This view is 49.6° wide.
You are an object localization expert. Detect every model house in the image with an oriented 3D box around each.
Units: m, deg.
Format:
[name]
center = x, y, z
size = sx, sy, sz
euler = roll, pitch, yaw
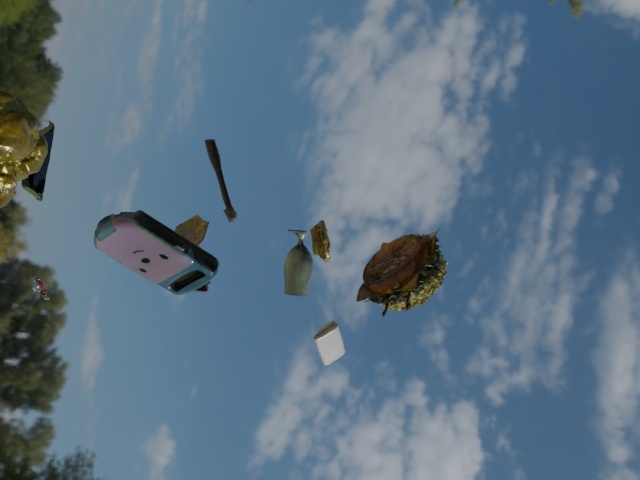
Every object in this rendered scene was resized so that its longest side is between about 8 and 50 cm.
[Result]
[model house]
center = -0.328, 0.059, 1.773
size = 0.207, 0.136, 0.219
euler = -47, -152, -13

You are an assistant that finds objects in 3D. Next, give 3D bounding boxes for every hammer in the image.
[hammer]
center = -0.331, -0.200, 2.313
size = 0.137, 0.037, 0.290
euler = 148, -74, -79

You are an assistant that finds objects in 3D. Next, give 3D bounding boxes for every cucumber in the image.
[cucumber]
center = -0.756, -0.217, 1.852
size = 0.046, 0.070, 0.220
euler = 7, -91, 35

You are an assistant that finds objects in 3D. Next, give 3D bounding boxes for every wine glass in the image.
[wine glass]
center = -0.066, 0.070, 2.128
size = 0.093, 0.093, 0.202
euler = 4, -90, 60

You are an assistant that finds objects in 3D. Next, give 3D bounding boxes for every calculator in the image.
[calculator]
center = -0.362, 0.032, 1.542
size = 0.173, 0.293, 0.051
euler = -29, -141, 36

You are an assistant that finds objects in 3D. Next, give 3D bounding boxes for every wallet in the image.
[wallet]
center = 0.020, 0.223, 1.491
size = 0.025, 0.061, 0.122
euler = 43, -19, 33

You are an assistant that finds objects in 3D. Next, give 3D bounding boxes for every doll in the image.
[doll]
center = -0.849, 0.136, 2.079
size = 0.114, 0.039, 0.057
euler = 78, 13, -55

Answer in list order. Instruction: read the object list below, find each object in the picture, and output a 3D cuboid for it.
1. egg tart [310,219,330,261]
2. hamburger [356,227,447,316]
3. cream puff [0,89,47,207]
[egg tart]
center = 0.000, 0.000, 1.985
size = 0.130, 0.052, 0.130
euler = 173, -90, -90
[hamburger]
center = 0.214, 0.089, 1.738
size = 0.243, 0.138, 0.261
euler = -16, -150, 50
[cream puff]
center = -0.784, -0.175, 1.543
size = 0.291, 0.324, 0.257
euler = -26, -115, 42
